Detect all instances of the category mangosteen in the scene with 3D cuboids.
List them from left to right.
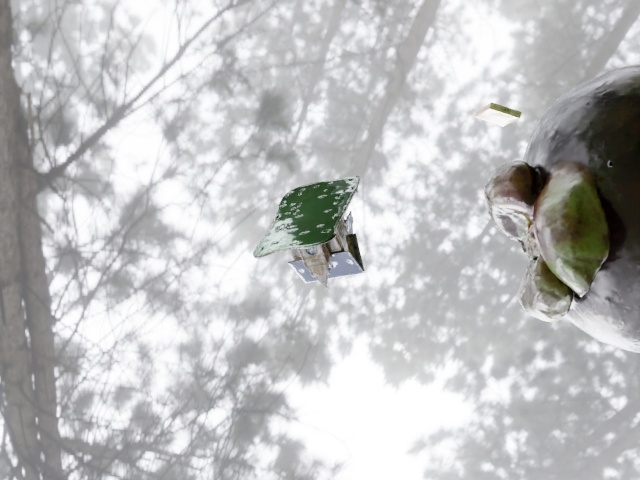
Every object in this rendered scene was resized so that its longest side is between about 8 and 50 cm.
[{"bbox_3d":[0.301,-0.027,0.831,0.288,0.288,0.288,8,-127,-11],"label":"mangosteen"}]

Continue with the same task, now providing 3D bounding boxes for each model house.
[{"bbox_3d":[0.000,0.000,1.107,0.117,0.088,0.167,-12,-151,22],"label":"model house"}]

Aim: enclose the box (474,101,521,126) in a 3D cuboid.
[{"bbox_3d":[0.313,-0.223,1.535,0.058,0.093,0.015,16,-93,-6],"label":"box"}]
